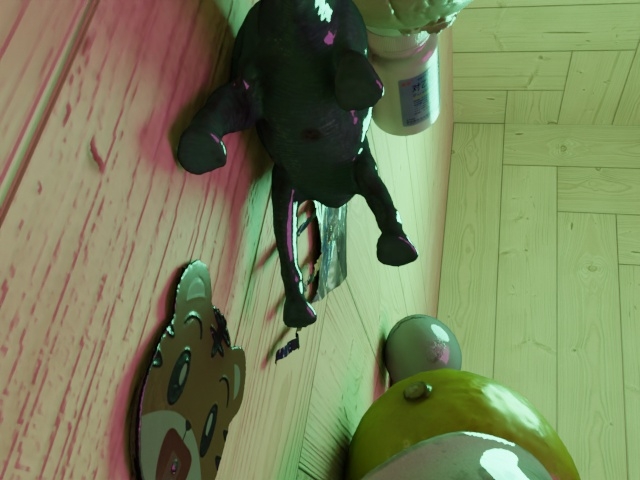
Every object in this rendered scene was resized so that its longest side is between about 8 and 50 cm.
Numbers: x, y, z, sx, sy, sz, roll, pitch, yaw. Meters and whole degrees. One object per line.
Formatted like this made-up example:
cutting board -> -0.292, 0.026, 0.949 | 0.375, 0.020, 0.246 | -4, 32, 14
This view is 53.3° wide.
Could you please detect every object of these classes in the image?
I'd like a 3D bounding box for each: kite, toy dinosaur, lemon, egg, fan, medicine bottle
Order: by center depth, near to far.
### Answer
fan -> -0.086, 0.132, 0.365 | 0.152, 0.008, 0.226 | 80, 19, -46
toy dinosaur -> -0.006, -0.139, 0.491 | 0.383, 0.130, 0.330 | 76, 11, -46
kite -> -0.002, 0.000, 0.661 | 0.310, 0.015, 0.169 | -51, 142, -71
medicine bottle -> 0.108, -0.235, 0.857 | 0.186, 0.103, 0.102 | 71, 27, -58
lemon -> 0.191, 0.351, 0.876 | 0.348, 0.348, 0.347 | 3, 90, -76
egg -> 0.194, 0.220, 1.218 | 0.198, 0.147, 0.146 | 68, 28, -43

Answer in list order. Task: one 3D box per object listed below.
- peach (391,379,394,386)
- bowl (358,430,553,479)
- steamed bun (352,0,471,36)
peach -> 0.201, 0.310, 1.377 | 0.127, 0.093, 0.172 | -5, 96, -79
bowl -> 0.160, 0.409, 0.551 | 0.435, 0.196, 0.434 | -3, 96, -32
steamed bun -> 0.112, -0.376, 0.577 | 0.312, 0.233, 0.333 | -17, 109, -76
